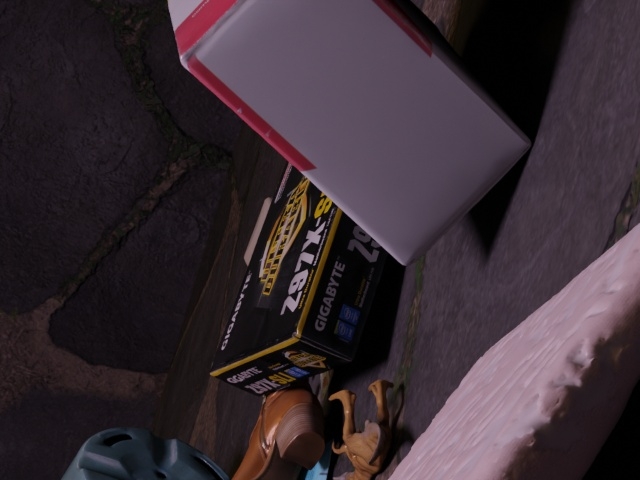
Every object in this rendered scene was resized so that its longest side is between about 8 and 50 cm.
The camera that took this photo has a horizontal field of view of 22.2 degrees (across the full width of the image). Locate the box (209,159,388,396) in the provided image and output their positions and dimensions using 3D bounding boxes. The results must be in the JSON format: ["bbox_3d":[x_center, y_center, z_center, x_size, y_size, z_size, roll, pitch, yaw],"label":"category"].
[{"bbox_3d":[0.000,0.000,1.830,0.257,0.079,0.322,-26,42,62],"label":"box"}]

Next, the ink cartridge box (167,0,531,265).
[{"bbox_3d":[0.007,-0.182,1.522,0.160,0.279,0.385,-46,21,10],"label":"ink cartridge box"}]

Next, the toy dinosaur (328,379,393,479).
[{"bbox_3d":[0.051,0.191,1.579,0.211,0.064,0.112,104,158,-64],"label":"toy dinosaur"}]

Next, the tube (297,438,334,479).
[{"bbox_3d":[-0.033,0.293,1.890,0.207,0.052,0.080,135,147,-59],"label":"tube"}]

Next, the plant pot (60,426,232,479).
[{"bbox_3d":[-0.284,0.467,2.300,0.341,0.341,0.334,-94,29,-62],"label":"plant pot"}]

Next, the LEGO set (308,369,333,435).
[{"bbox_3d":[-0.031,0.181,2.001,0.244,0.060,0.182,-96,20,-53],"label":"LEGO set"}]

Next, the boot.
[{"bbox_3d":[-0.065,0.248,1.870,0.197,0.073,0.152,-46,22,13],"label":"boot"}]

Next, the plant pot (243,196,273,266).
[{"bbox_3d":[-0.027,0.022,2.107,0.096,0.109,0.109,-106,30,-49],"label":"plant pot"}]

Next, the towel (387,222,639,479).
[{"bbox_3d":[0.090,0.146,0.984,0.332,0.053,0.317,-50,-1,-29],"label":"towel"}]
